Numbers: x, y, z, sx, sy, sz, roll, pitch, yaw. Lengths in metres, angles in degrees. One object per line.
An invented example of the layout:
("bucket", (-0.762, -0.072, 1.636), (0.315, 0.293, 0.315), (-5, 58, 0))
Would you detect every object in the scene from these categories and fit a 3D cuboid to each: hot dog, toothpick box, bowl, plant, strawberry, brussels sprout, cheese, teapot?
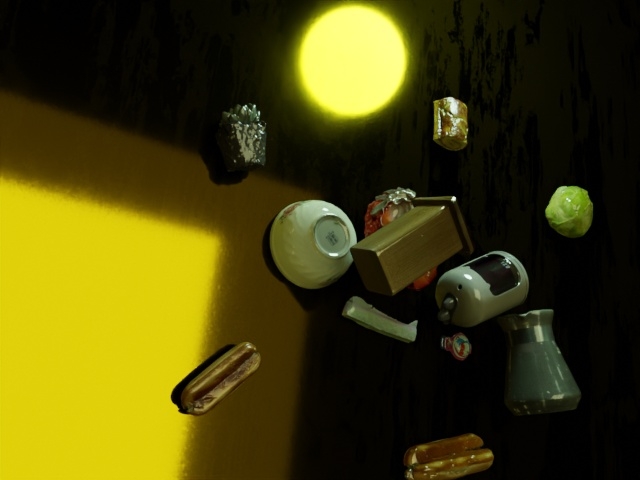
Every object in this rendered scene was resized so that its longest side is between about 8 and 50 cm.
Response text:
("hot dog", (0.393, 0.695, 1.888), (0.338, 0.135, 0.100), (-2, 125, -30))
("toothpick box", (0.263, 0.018, 1.770), (0.308, 0.190, 0.187), (-31, 109, -25))
("bowl", (0.000, 0.000, 1.790), (0.277, 0.145, 0.276), (9, 72, -29))
("hot dog", (-0.262, 0.362, 1.584), (0.250, 0.068, 0.100), (-36, 111, -30))
("plant", (-0.228, -0.298, 1.723), (0.132, 0.129, 0.194), (-6, 85, -33))
("strawberry", (0.260, 0.000, 1.955), (0.265, 0.149, 0.335), (-25, 103, -32))
("brussels sprout", (1.022, -0.114, 2.434), (0.223, 0.161, 0.223), (3, 83, -26))
("cheese", (0.464, 0.359, 2.051), (0.145, 0.038, 0.095), (16, 71, -29))
("teapot", (0.762, 0.432, 2.117), (0.300, 0.254, 0.343), (25, 56, -62))
("toothpick box", (0.528, 0.181, 2.044), (0.317, 0.229, 0.228), (-18, 89, -32))

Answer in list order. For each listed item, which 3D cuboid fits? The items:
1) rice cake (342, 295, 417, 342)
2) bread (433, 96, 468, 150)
("rice cake", (0.193, 0.253, 1.902), (0.291, 0.051, 0.081), (24, 76, -27))
("bread", (0.483, -0.430, 2.209), (0.132, 0.103, 0.172), (20, 65, -34))
